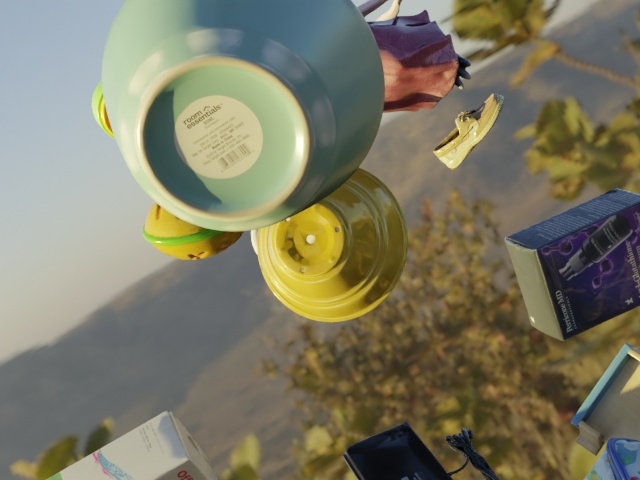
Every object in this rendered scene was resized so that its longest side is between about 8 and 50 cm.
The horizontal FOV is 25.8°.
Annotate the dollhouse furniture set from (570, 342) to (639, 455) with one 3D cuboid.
[{"bbox_3d":[0.495,0.337,1.928,0.303,0.286,0.198,-57,-35,-1],"label":"dollhouse furniture set"}]

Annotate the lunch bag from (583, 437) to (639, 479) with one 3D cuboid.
[{"bbox_3d":[0.391,0.302,1.453,0.176,0.219,0.090,-96,29,-59],"label":"lunch bag"}]

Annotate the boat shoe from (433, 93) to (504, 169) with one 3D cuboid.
[{"bbox_3d":[0.216,-0.165,2.047,0.135,0.045,0.050,-53,12,23],"label":"boat shoe"}]

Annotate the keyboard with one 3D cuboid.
[{"bbox_3d":[0.175,0.370,2.120,0.201,0.033,0.317,-20,30,-12],"label":"keyboard"}]

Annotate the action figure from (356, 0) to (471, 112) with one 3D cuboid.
[{"bbox_3d":[0.008,-0.253,1.917,0.370,0.275,0.248,-5,-29,-24],"label":"action figure"}]

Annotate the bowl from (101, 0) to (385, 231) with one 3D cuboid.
[{"bbox_3d":[-0.088,-0.133,1.453,0.311,0.311,0.163,-29,21,16],"label":"bowl"}]

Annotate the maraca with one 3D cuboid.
[{"bbox_3d":[-0.133,-0.035,1.749,0.186,0.099,0.127,-19,28,-10],"label":"maraca"}]

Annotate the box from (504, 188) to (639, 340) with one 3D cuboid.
[{"bbox_3d":[0.401,0.034,2.074,0.207,0.153,0.108,-24,17,-13],"label":"box"}]

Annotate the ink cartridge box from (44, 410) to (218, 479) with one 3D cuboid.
[{"bbox_3d":[-0.251,0.338,1.849,0.212,0.093,0.154,-31,-36,-3],"label":"ink cartridge box"}]

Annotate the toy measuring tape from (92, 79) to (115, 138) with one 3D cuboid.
[{"bbox_3d":[-0.309,-0.273,2.208,0.121,0.330,0.121,-3,22,1],"label":"toy measuring tape"}]

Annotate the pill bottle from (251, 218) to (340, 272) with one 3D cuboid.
[{"bbox_3d":[-0.006,0.018,2.246,0.131,0.131,0.229,-30,-31,12],"label":"pill bottle"}]

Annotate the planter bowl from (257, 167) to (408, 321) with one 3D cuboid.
[{"bbox_3d":[0.000,0.000,1.855,0.217,0.217,0.090,-29,-12,16],"label":"planter bowl"}]
